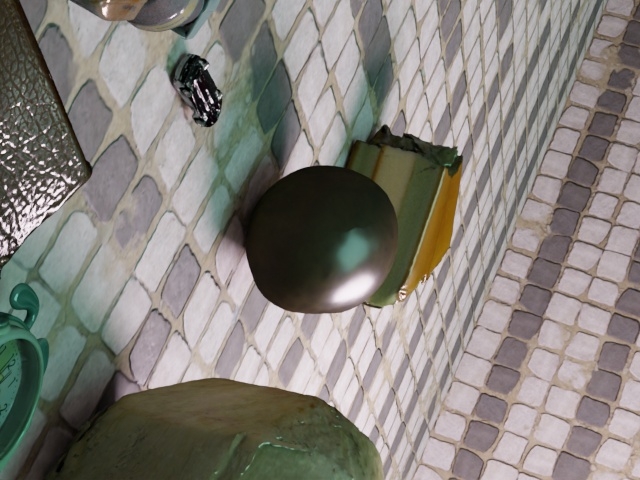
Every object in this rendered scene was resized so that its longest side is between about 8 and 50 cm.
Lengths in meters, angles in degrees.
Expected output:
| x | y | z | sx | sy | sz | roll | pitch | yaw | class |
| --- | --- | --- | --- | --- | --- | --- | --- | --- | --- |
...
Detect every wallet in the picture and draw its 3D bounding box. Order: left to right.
| x | y | z | sx | sy | sz | roll | pitch | yaw | class |
| --- | --- | --- | --- | --- | --- | --- | --- | --- | --- |
| -0.246 | -0.086 | 0.878 | 0.133 | 0.039 | 0.243 | -55 | 157 | -26 | wallet |

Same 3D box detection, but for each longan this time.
| x | y | z | sx | sy | sz | roll | pitch | yaw | class |
| --- | --- | --- | --- | --- | --- | --- | --- | --- | --- |
| 0.000 | 0.000 | 1.458 | 0.212 | 0.198 | 0.198 | 1 | 107 | -56 | longan |

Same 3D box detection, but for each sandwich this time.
| x | y | z | sx | sy | sz | roll | pitch | yaw | class |
| --- | --- | --- | --- | --- | --- | --- | --- | --- | --- |
| 0.103 | -0.045 | 1.766 | 0.227 | 0.155 | 0.198 | -49 | 150 | -50 | sandwich |

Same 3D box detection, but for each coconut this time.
| x | y | z | sx | sy | sz | roll | pitch | yaw | class |
| --- | --- | --- | --- | --- | --- | --- | --- | --- | --- |
| -0.112 | 0.301 | 1.191 | 0.352 | 0.353 | 0.352 | 19 | 90 | -72 | coconut |

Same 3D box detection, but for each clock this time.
| x | y | z | sx | sy | sz | roll | pitch | yaw | class |
| --- | --- | --- | --- | --- | --- | --- | --- | --- | --- |
| -0.281 | 0.126 | 0.947 | 0.188 | 0.060 | 0.148 | -54 | 155 | -43 | clock |

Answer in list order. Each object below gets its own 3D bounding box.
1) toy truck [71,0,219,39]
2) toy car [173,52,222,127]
| x | y | z | sx | sy | sz | roll | pitch | yaw | class |
| --- | --- | --- | --- | --- | --- | --- | --- | --- | --- |
| -0.138 | -0.230 | 0.949 | 0.140 | 0.108 | 0.257 | -63 | 169 | 19 | toy truck |
| -0.123 | -0.149 | 1.194 | 0.041 | 0.025 | 0.093 | -62 | 157 | -23 | toy car |
